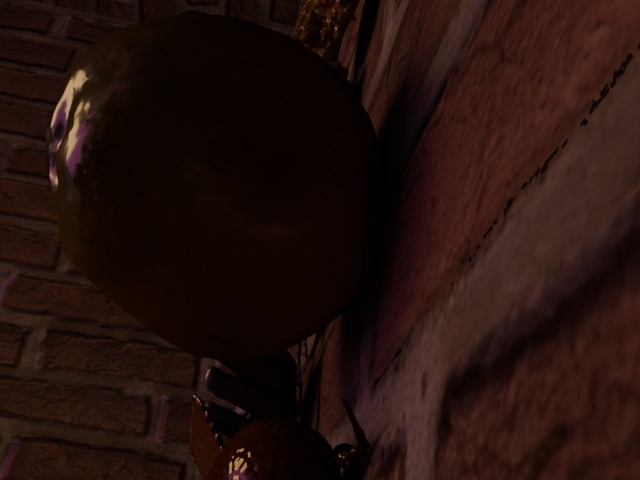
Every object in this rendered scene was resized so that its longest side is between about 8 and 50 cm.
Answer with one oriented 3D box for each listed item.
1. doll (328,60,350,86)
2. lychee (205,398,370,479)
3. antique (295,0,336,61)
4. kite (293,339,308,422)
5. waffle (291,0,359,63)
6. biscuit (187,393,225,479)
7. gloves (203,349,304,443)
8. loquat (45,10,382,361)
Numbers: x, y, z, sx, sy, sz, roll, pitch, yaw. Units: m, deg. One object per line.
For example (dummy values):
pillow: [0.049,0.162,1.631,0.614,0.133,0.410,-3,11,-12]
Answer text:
doll: [0.014,-0.181,0.907,0.104,0.062,0.194,-58,3,20]
lychee: [-0.021,0.175,0.493,0.114,0.140,0.101,38,-131,-53]
antique: [-0.003,-0.391,1.292,0.086,0.088,0.183,-84,8,-45]
kite: [-0.024,0.114,0.787,0.198,0.006,0.244,84,-176,-52]
waffle: [0.017,-0.316,0.921,0.197,0.070,0.193,-179,113,-80]
biscuit: [-0.093,0.297,0.758,0.232,0.013,0.237,60,157,22]
gloves: [-0.077,0.217,0.839,0.142,0.119,0.285,-107,12,-53]
loquat: [-0.089,-0.041,0.597,0.276,0.284,0.276,-42,39,47]
